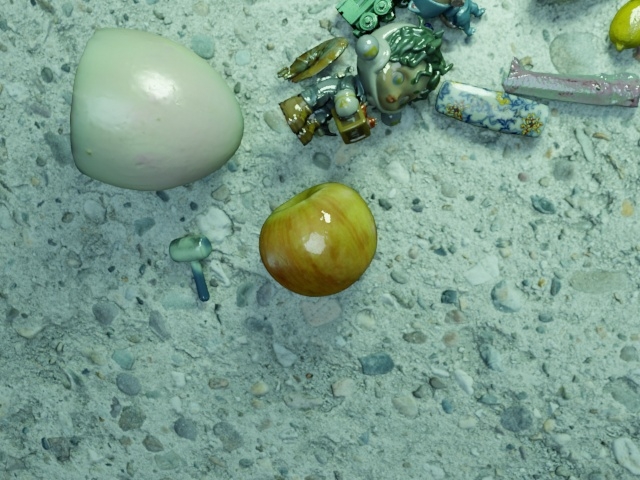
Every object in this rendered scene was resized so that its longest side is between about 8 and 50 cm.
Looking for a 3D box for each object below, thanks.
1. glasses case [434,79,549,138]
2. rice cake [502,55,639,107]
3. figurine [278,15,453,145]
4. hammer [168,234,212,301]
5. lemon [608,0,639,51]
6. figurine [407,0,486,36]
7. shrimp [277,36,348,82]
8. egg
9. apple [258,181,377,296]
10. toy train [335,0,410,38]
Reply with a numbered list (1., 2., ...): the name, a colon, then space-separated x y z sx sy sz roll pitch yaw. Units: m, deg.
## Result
1. glasses case: 0.386 -0.297 1.120 0.248 0.065 0.086 16 109 6
2. rice cake: 0.552 -0.345 1.083 0.291 0.051 0.081 11 106 8
3. figurine: 0.103 -0.339 1.085 0.382 0.261 0.186 -29 75 7
4. hammer: -0.345 0.081 1.365 0.116 0.069 0.193 -8 107 12
5. lemon: 0.648 -0.446 1.022 0.082 0.082 0.110 23 107 5
6. figurine: 0.281 -0.517 1.048 0.178 0.144 0.114 22 85 -22
7. shrimp: -0.020 -0.414 1.142 0.188 0.132 0.051 -23 117 29
8. egg: -0.349 -0.279 1.139 0.340 0.354 0.354 11 107 -10
9. apple: 0.000 0.000 1.172 0.286 0.286 0.233 -27 104 16
10. toy train: 0.125 -0.542 1.111 0.170 0.071 0.111 -41 86 17
